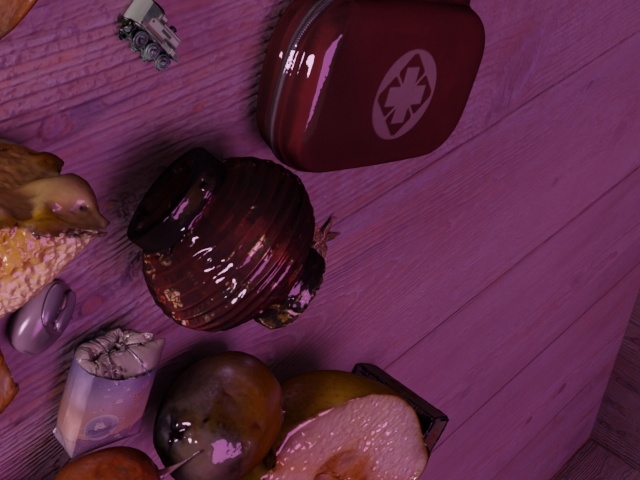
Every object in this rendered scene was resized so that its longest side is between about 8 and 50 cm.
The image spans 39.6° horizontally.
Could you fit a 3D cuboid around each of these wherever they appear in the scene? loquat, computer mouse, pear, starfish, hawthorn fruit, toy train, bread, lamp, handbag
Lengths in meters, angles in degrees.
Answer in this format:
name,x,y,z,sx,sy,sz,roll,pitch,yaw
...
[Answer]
name,x,y,z,sx,sy,sz,roll,pitch,yaw
loquat,-0.148,0.265,1.301,0.227,0.179,0.179,-46,150,-49
computer mouse,-0.325,0.094,1.049,0.096,0.039,0.066,-52,148,-7
pear,-0.007,0.357,1.544,0.386,0.191,0.340,30,99,-46
starfish,0.000,0.000,1.423,0.092,0.016,0.086,-54,146,1
hawthorn fruit,-0.266,0.344,1.174,0.189,0.149,0.149,-13,128,-43
toy train,-0.182,-0.222,0.966,0.053,0.033,0.083,-57,148,-6
bread,-0.338,0.000,0.824,0.252,0.174,0.133,-13,132,-45
lamp,-0.107,0.005,1.083,0.247,0.247,0.247,-33,141,-32
handbag,-0.276,0.189,1.158,0.117,0.095,0.173,-14,136,-46

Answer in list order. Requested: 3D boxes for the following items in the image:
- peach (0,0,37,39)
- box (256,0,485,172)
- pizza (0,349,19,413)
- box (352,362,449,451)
name,x,y,z,sx,sy,sz,roll,pitch,yaw
peach,-0.321,-0.236,0.741,0.279,0.068,0.189,-48,155,-16
box,0.081,-0.225,1.243,0.404,0.108,0.263,-14,128,-46
pizza,-0.424,0.135,0.958,0.181,0.034,0.262,-30,140,-36
box,0.090,0.424,1.742,0.084,0.198,0.310,15,105,-56
